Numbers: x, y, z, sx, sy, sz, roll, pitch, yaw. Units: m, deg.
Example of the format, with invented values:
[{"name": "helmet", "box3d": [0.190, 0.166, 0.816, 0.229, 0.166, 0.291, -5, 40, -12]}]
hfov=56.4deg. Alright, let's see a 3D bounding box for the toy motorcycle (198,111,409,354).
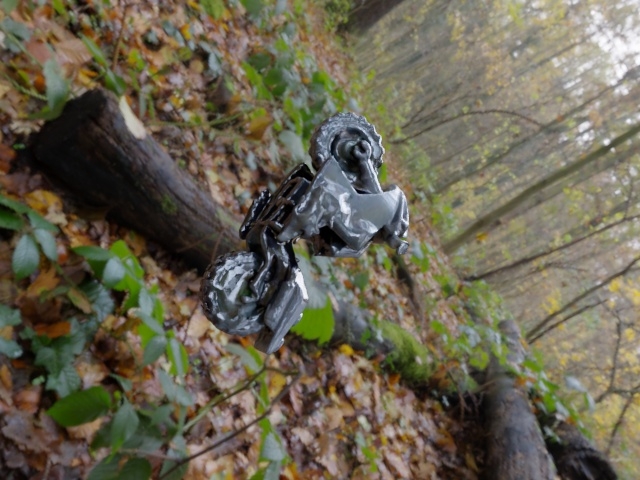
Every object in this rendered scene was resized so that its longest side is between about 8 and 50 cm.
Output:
[{"name": "toy motorcycle", "box3d": [0.000, 0.000, 0.623, 0.159, 0.270, 0.106, 42, -18, -23]}]
